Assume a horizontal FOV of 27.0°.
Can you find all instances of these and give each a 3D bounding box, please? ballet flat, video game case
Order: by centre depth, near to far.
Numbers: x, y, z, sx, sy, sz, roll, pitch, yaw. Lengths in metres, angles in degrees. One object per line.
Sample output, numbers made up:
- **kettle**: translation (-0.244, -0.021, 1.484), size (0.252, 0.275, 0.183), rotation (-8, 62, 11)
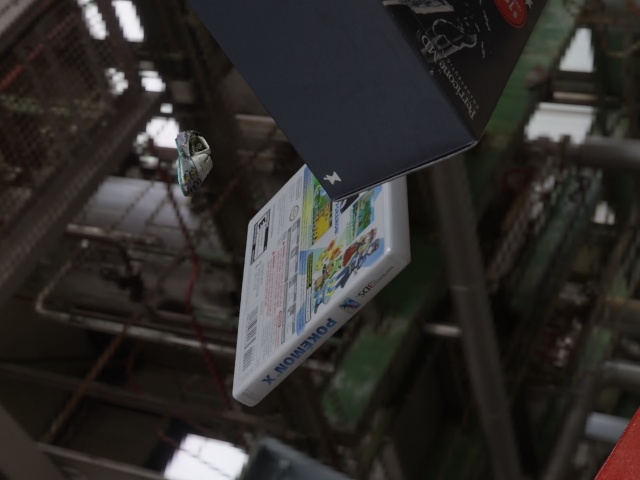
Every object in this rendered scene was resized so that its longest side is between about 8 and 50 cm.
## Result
- **ballet flat**: translation (-0.140, -0.090, 1.479), size (0.114, 0.041, 0.041), rotation (-104, 0, -55)
- **video game case**: translation (0.000, 0.000, 1.624), size (0.036, 0.300, 0.329), rotation (31, -145, -22)

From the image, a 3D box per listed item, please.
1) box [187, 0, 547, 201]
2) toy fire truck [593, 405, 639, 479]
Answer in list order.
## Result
- **box**: translation (0.038, -0.275, 1.296), size (0.343, 0.179, 0.312), rotation (53, -140, -20)
- **toy fire truck**: translation (0.246, 0.173, 0.642), size (0.302, 0.169, 0.254), rotation (52, -124, -14)
